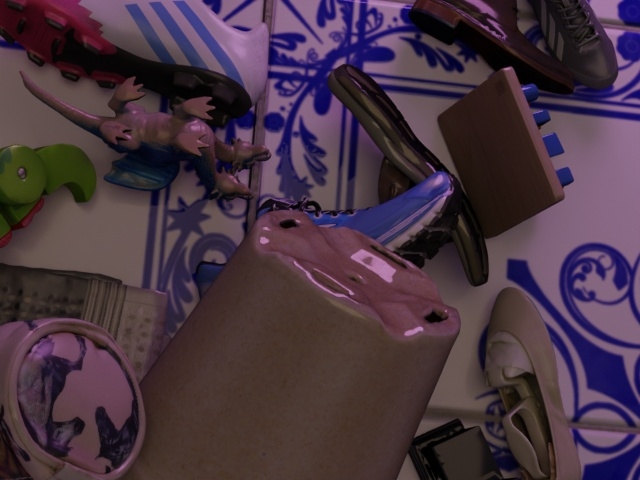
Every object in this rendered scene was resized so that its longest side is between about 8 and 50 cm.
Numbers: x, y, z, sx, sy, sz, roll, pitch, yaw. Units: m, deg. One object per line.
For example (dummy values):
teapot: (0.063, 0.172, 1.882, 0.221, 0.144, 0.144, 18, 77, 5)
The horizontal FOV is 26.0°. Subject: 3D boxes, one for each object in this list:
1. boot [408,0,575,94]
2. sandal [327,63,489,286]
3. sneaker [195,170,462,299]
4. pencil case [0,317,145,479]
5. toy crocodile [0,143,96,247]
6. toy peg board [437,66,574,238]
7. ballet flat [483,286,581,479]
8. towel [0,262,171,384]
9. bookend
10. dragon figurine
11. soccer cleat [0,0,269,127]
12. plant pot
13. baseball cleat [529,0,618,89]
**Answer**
boot: (0.226, -0.265, 1.673, 0.219, 0.082, 0.106, 29, 79, 0)
sandal: (0.097, -0.069, 1.613, 0.086, 0.120, 0.302, -39, 84, 13)
sneaker: (0.000, 0.000, 1.528, 0.330, 0.130, 0.147, -27, 75, 11)
pencil case: (-0.356, 0.195, 1.310, 0.410, 0.160, 0.183, -19, 59, 31)
toy crocodile: (-0.384, -0.012, 1.483, 0.340, 0.115, 0.105, -43, 111, -39)
toy peg board: (0.231, -0.106, 1.610, 0.079, 0.161, 0.161, -18, 82, -27)
ballet flat: (0.232, 0.175, 1.579, 0.086, 0.086, 0.248, -16, 81, -11)
towel: (-0.336, 0.182, 1.523, 0.312, 0.056, 0.324, 10, 80, -3)
bookend: (0.171, 0.275, 1.519, 0.072, 0.157, 0.156, -23, 84, -13)
dragon figurine: (-0.196, -0.109, 1.552, 0.289, 0.144, 0.085, 8, 66, -7)
soccer cleat: (-0.215, -0.245, 1.599, 0.331, 0.116, 0.143, 22, 61, -6)
plant pot: (-0.030, 0.150, 1.361, 0.334, 0.334, 0.305, 27, 107, -2)
baseball cleat: (0.293, -0.276, 1.671, 0.072, 0.109, 0.206, -33, 80, 0)
